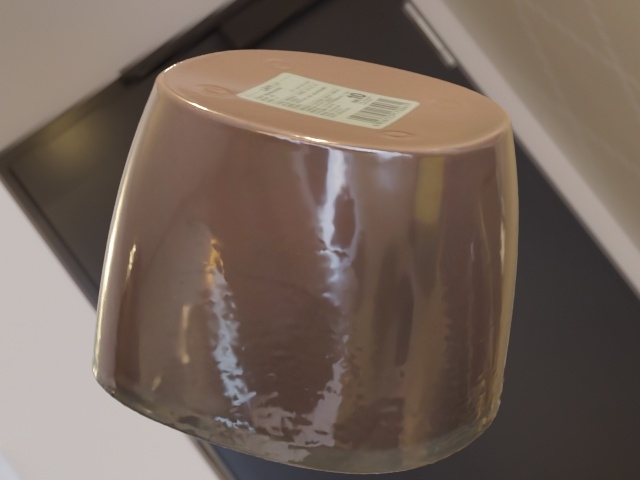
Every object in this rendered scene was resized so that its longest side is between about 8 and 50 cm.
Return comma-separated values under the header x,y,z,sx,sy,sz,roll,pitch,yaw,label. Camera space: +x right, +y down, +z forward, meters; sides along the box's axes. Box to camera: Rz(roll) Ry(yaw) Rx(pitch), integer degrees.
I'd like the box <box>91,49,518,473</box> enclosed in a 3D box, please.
x,y,z,sx,sy,sz,roll,pitch,yaw,label
0.000,0.000,1.023,0.301,0.301,0.216,-28,-48,-57,box
